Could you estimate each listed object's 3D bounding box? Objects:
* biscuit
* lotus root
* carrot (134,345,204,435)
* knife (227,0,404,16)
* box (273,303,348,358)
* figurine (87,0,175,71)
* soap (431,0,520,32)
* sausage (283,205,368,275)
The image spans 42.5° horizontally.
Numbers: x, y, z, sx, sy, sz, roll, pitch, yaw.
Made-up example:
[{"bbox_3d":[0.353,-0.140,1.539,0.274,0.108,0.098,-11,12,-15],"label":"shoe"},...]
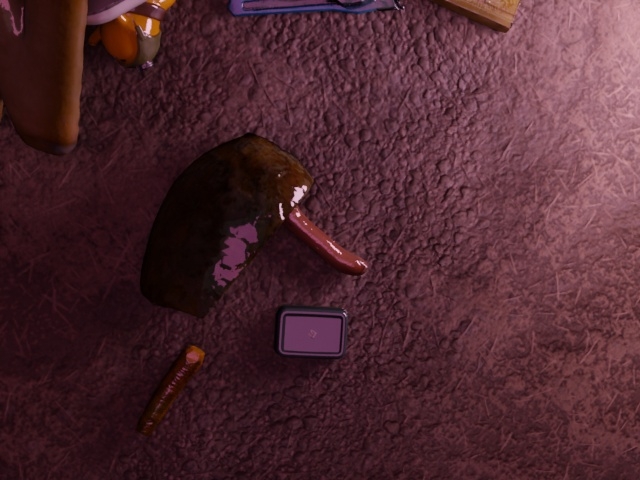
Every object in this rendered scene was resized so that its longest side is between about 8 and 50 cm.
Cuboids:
[{"bbox_3d":[-0.453,-0.284,1.207,0.236,0.062,0.291,23,120,11],"label":"biscuit"},{"bbox_3d":[-0.163,-0.027,1.293,0.210,0.142,0.314,28,90,4],"label":"lotus root"},{"bbox_3d":[-0.250,0.251,1.364,0.042,0.042,0.171,33,91,-8],"label":"carrot"},{"bbox_3d":[-0.005,-0.393,1.362,0.296,0.026,0.044,-7,106,-8],"label":"knife"},{"bbox_3d":[-0.015,0.156,1.392,0.126,0.031,0.091,5,93,-7],"label":"box"},{"bbox_3d":[-0.267,-0.364,1.291,0.250,0.166,0.141,-45,134,-24],"label":"figurine"},{"bbox_3d":[0.221,-0.442,1.384,0.252,0.037,0.092,21,89,-8],"label":"soap"},{"bbox_3d":[0.000,0.000,1.381,0.186,0.043,0.043,40,88,-8],"label":"sausage"}]
